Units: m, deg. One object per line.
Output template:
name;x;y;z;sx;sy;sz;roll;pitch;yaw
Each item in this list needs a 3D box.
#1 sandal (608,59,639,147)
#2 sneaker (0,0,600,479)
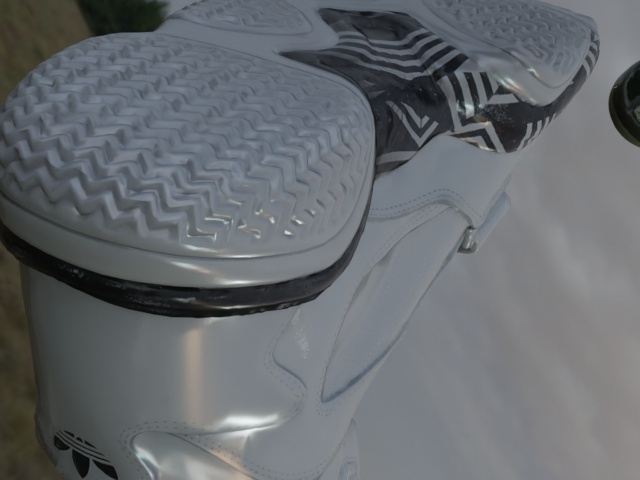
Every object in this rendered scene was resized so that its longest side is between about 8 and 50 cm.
sandal;0.405;-0.158;1.219;0.120;0.303;0.086;65;-27;18
sneaker;0.000;0.000;0.523;0.137;0.366;0.210;26;-59;23
